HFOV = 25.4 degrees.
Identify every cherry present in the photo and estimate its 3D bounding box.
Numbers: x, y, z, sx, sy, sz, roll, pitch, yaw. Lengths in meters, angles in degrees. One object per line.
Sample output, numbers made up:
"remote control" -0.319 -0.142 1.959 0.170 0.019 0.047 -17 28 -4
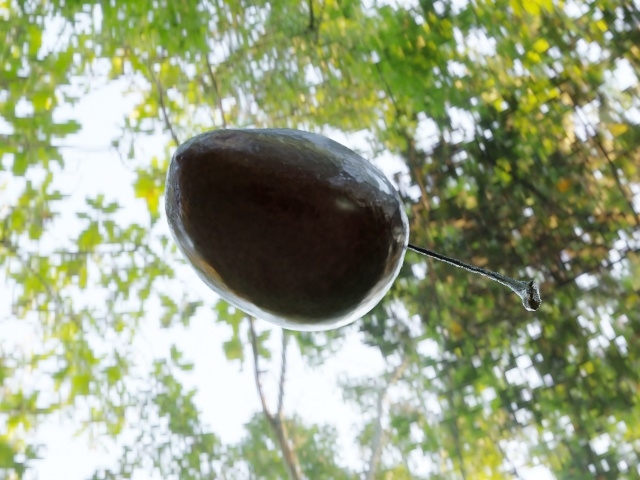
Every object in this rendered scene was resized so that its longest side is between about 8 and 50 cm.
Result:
"cherry" -0.003 -0.005 0.759 0.115 0.188 0.148 -43 -59 -14
